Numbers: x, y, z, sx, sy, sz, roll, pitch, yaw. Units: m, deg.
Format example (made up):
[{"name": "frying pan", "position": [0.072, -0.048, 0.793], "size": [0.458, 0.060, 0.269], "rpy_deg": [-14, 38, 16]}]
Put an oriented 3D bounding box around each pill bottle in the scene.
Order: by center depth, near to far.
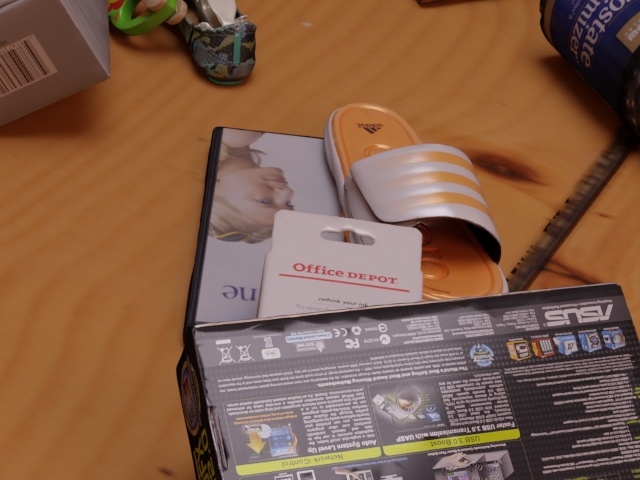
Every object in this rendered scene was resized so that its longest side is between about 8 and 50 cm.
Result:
[{"name": "pill bottle", "position": [0.287, -0.159, 1.354], "size": [0.123, 0.123, 0.219], "rpy_deg": [-8, 39, -22]}]

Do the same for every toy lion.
[{"name": "toy lion", "position": [-0.163, -0.218, 1.382], "size": [0.034, 0.096, 0.100], "rpy_deg": [32, 42, -45]}]

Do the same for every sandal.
[{"name": "sandal", "position": [0.059, -0.045, 1.153], "size": [0.102, 0.076, 0.265], "rpy_deg": [-4, 38, -17]}]

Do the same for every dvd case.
[{"name": "dvd case", "position": [0.000, 0.000, 1.164], "size": [0.180, 0.022, 0.253], "rpy_deg": [7, 37, -3]}]

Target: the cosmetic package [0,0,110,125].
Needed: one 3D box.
[{"name": "cosmetic package", "position": [-0.246, -0.203, 1.286], "size": [0.127, 0.107, 0.238], "rpy_deg": [-24, 40, 8]}]

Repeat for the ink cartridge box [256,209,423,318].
[{"name": "ink cartridge box", "position": [0.009, 0.070, 1.013], "size": [0.104, 0.061, 0.181], "rpy_deg": [8, 48, -2]}]

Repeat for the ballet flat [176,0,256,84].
[{"name": "ballet flat", "position": [-0.099, -0.208, 1.388], "size": [0.070, 0.070, 0.188], "rpy_deg": [-10, 40, -24]}]

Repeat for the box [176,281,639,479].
[{"name": "box", "position": [0.070, 0.141, 0.891], "size": [0.270, 0.060, 0.216], "rpy_deg": [-6, 63, -18]}]

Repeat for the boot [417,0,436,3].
[{"name": "boot", "position": [0.179, -0.328, 1.617], "size": [0.280, 0.096, 0.264], "rpy_deg": [-11, 48, -13]}]
